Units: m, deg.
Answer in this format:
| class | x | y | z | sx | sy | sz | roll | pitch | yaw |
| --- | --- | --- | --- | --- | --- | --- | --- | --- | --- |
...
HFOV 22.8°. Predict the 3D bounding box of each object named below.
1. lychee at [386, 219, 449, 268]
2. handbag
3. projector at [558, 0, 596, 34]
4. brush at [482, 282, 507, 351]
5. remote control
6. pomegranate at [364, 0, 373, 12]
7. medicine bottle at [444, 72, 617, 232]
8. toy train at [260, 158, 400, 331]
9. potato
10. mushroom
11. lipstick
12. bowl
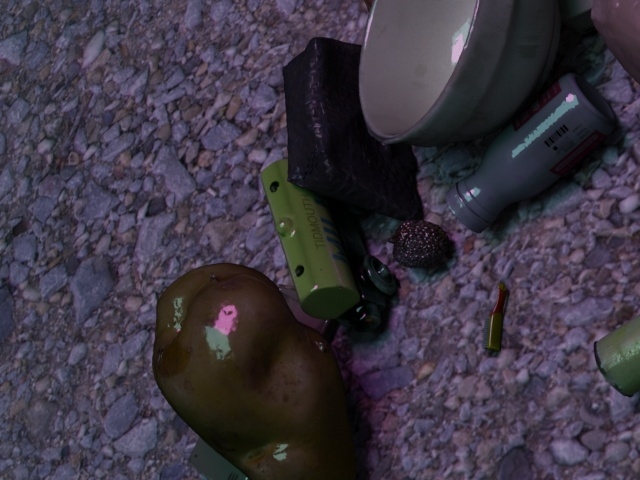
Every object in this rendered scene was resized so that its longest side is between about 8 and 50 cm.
| class | x | y | z | sx | sy | sz | roll | pitch | yaw |
| --- | --- | --- | --- | --- | --- | --- | --- | --- | --- |
| lychee | 0.123 | 0.003 | 1.993 | 0.083 | 0.068 | 0.067 | 8 | 36 | 28 |
| handbag | 0.044 | -0.153 | 2.059 | 0.088 | 0.175 | 0.270 | -41 | 45 | 49 |
| projector | 0.383 | -0.411 | 1.911 | 0.257 | 0.079 | 0.259 | -22 | 57 | 34 |
| brush | 0.210 | 0.092 | 1.911 | 0.021 | 0.019 | 0.083 | -5 | 72 | 52 |
| remote control | -0.072 | 0.199 | 2.119 | 0.123 | 0.038 | 0.285 | 24 | 88 | 43 |
| pomegranate | 0.081 | -0.442 | 2.104 | 0.285 | 0.285 | 0.341 | 3 | 101 | 43 |
| medicine bottle | 0.248 | -0.101 | 1.903 | 0.216 | 0.090 | 0.090 | -42 | 50 | 23 |
| toy train | 0.000 | 0.000 | 2.043 | 0.105 | 0.157 | 0.253 | -37 | 52 | 27 |
| potato | -0.075 | 0.189 | 1.970 | 0.351 | 0.202 | 0.218 | 56 | 155 | 1 |
| mushroom | 0.427 | -0.192 | 1.750 | 0.350 | 0.128 | 0.128 | 45 | 105 | 36 |
| lipstick | 0.427 | 0.063 | 1.677 | 0.304 | 0.076 | 0.076 | -37 | 52 | 25 |
| bowl | 0.181 | -0.252 | 1.933 | 0.307 | 0.163 | 0.307 | -169 | 90 | -68 |
